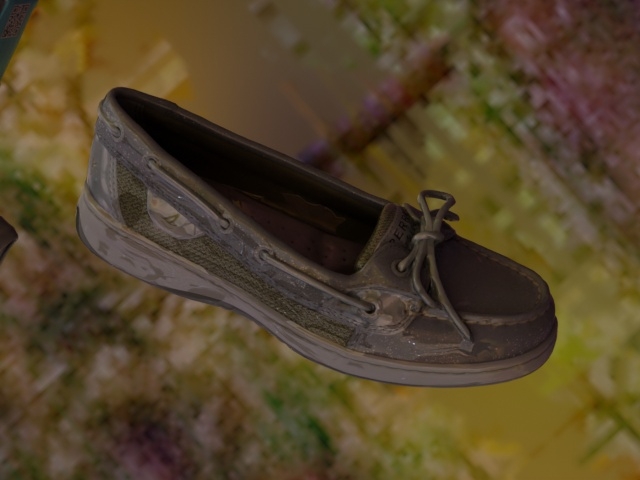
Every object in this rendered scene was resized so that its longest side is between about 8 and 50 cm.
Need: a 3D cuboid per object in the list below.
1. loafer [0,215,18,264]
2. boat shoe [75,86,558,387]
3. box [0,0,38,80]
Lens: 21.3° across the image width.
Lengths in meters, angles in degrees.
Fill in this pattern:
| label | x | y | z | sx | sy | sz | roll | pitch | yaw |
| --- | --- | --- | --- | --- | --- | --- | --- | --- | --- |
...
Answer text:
| label | x | y | z | sx | sy | sz | roll | pitch | yaw |
| --- | --- | --- | --- | --- | --- | --- | --- | --- | --- |
| loafer | -0.332 | 0.108 | 1.294 | 0.111 | 0.319 | 0.112 | 27 | -169 | 6 |
| boat shoe | 0.000 | -0.002 | 1.070 | 0.320 | 0.103 | 0.118 | 22 | -144 | 10 |
| box | -0.352 | -0.210 | 1.347 | 0.244 | 0.100 | 0.060 | 30 | -164 | 8 |
